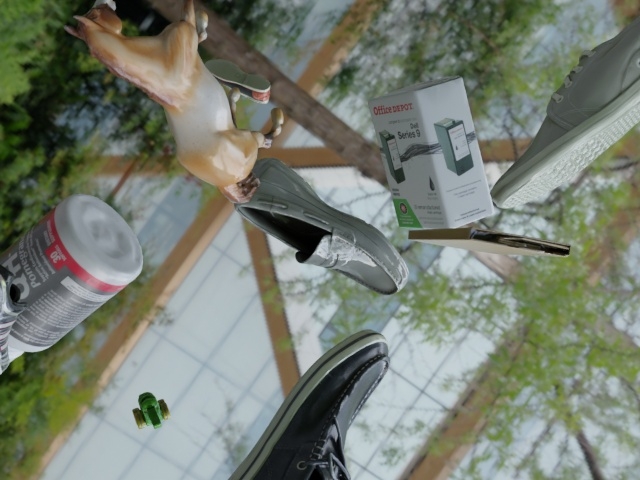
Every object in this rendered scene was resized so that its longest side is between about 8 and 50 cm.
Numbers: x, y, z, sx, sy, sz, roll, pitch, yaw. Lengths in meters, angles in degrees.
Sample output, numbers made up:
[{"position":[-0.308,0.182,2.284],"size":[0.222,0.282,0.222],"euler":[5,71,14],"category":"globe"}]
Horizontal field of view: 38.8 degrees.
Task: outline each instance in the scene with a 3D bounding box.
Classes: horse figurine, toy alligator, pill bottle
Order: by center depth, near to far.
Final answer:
[{"position":[-0.108,-0.129,0.830],"size":[0.066,0.263,0.174],"euler":[-9,-145,24],"category":"horse figurine"},{"position":[-0.470,0.078,1.541],"size":[0.318,0.176,0.176],"euler":[-37,-160,19],"category":"pill bottle"},{"position":[-0.297,0.283,1.562],"size":[0.056,0.051,0.189],"euler":[-17,-175,-16],"category":"toy alligator"}]

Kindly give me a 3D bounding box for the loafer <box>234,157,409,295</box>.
[{"position":[0.000,0.000,1.425],"size":[0.112,0.319,0.111],"euler":[-39,-158,50],"category":"loafer"}]

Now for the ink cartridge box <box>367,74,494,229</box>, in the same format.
[{"position":[0.223,-0.177,1.873],"size":[0.121,0.289,0.211],"euler":[-19,-170,-23],"category":"ink cartridge box"}]

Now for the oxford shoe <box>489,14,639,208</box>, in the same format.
[{"position":[0.431,-0.222,1.417],"size":[0.449,0.130,0.169],"euler":[-44,163,14],"category":"oxford shoe"}]

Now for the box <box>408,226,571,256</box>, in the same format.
[{"position":[0.244,0.002,1.348],"size":[0.201,0.164,0.021],"euler":[-178,-84,-71],"category":"box"}]

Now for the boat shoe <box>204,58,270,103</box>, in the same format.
[{"position":[-0.156,-0.298,1.704],"size":[0.043,0.137,0.049],"euler":[99,17,-57],"category":"boat shoe"}]

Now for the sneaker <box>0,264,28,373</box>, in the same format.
[{"position":[-0.344,0.083,0.957],"size":[0.075,0.063,0.170],"euler":[-48,162,-34],"category":"sneaker"}]

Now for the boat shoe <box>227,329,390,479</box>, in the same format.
[{"position":[-0.023,0.348,1.357],"size":[0.500,0.156,0.187],"euler":[-51,156,-28],"category":"boat shoe"}]
